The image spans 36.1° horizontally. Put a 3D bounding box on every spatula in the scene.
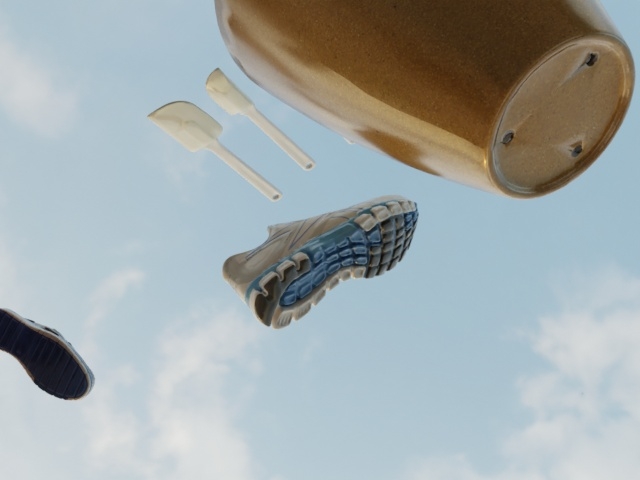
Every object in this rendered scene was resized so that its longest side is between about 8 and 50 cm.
[{"bbox_3d":[-0.055,-0.127,1.090,0.168,0.242,0.019,-35,-125,12],"label":"spatula"}]

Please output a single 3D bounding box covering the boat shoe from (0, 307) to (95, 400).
[{"bbox_3d":[-0.349,0.141,1.257,0.183,0.066,0.066,34,-85,22],"label":"boat shoe"}]

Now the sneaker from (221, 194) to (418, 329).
[{"bbox_3d":[0.000,0.000,0.824,0.083,0.190,0.071,33,-46,40],"label":"sneaker"}]

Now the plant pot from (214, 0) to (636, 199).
[{"bbox_3d":[0.085,-0.145,0.683,0.237,0.237,0.254,-45,-133,4],"label":"plant pot"}]
